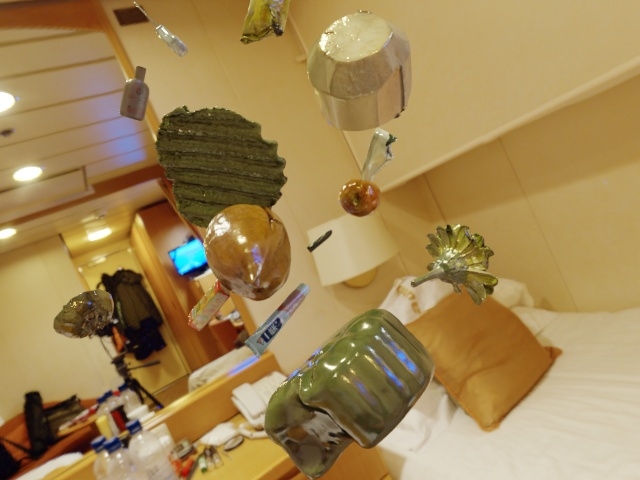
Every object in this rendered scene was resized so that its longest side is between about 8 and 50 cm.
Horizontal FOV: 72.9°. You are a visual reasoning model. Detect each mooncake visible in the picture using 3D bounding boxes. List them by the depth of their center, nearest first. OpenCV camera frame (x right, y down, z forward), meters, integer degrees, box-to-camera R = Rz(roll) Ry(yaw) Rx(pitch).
[{"bbox_3d":[0.056,0.286,0.872,0.351,0.187,0.351,-42,-11,-10],"label":"mooncake"}]

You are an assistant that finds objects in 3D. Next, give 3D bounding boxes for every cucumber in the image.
[{"bbox_3d":[0.000,0.000,1.844,0.133,0.032,0.032,-41,2,0],"label":"cucumber"}]

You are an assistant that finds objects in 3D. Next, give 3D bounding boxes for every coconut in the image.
[{"bbox_3d":[0.115,-0.474,1.261,0.323,0.322,0.323,-25,2,1],"label":"coconut"}]

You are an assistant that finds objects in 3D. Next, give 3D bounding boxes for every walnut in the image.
[{"bbox_3d":[-0.165,0.033,1.003,0.209,0.208,0.336,-25,26,-2],"label":"walnut"}]

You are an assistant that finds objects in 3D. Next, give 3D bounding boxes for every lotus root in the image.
[{"bbox_3d":[-0.745,0.252,1.401,0.183,0.078,0.203,-51,-16,-11],"label":"lotus root"}]

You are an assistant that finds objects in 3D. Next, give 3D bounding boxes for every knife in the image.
[{"bbox_3d":[-0.558,-0.731,1.461,0.044,0.331,0.080,-45,-18,5],"label":"knife"}]

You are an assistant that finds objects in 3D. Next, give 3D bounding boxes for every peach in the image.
[{"bbox_3d":[0.132,-0.140,1.443,0.138,0.138,0.138,-25,2,1],"label":"peach"}]

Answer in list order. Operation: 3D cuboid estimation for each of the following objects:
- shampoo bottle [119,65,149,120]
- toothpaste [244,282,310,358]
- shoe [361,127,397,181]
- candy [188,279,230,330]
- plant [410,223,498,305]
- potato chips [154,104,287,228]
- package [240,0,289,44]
[{"bbox_3d":[-0.587,-0.471,1.383,0.040,0.165,0.080,23,11,41],"label":"shampoo bottle"},{"bbox_3d":[-0.096,0.182,1.023,0.036,0.056,0.205,-9,32,52],"label":"toothpaste"},{"bbox_3d":[0.254,-0.345,1.867,0.095,0.110,0.264,-51,-23,-49],"label":"shoe"},{"bbox_3d":[-0.273,0.157,1.067,0.122,0.038,0.062,-49,24,8],"label":"candy"},{"bbox_3d":[0.476,0.071,1.560,0.297,0.261,0.306,13,19,-36],"label":"plant"},{"bbox_3d":[-0.280,-0.188,1.177,0.430,0.357,0.070,8,35,24],"label":"potato chips"},{"bbox_3d":[-0.162,-0.714,1.345,0.169,0.225,0.090,3,-12,32],"label":"package"}]
